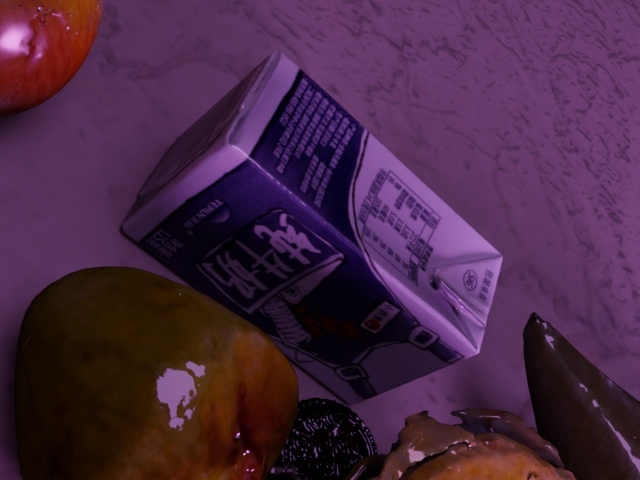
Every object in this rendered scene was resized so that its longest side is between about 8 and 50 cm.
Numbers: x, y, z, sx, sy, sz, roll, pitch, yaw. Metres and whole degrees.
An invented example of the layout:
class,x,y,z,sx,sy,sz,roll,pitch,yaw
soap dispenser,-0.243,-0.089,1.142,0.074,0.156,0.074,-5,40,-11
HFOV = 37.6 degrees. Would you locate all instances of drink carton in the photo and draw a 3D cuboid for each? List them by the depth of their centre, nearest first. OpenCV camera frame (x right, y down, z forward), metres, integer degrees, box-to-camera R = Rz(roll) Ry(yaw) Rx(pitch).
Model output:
class,x,y,z,sx,sy,sz,roll,pitch,yaw
drink carton,0.000,0.001,0.641,0.222,0.134,0.102,39,45,-19

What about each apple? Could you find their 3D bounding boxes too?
class,x,y,z,sx,sy,sz,roll,pitch,yaw
apple,-0.198,-0.148,0.554,0.146,0.146,0.146,20,55,-32

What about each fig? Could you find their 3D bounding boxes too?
class,x,y,z,sx,sy,sz,roll,pitch,yaw
fig,-0.096,0.086,0.518,0.154,0.144,0.166,-33,80,-10

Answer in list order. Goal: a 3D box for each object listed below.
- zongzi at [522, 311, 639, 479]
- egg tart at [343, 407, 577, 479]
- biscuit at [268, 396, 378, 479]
class,x,y,z,sx,sy,sz,roll,pitch,yaw
zongzi,0.229,0.297,0.653,0.393,0.174,0.356,43,50,-14
egg tart,0.061,0.239,0.564,0.297,0.132,0.297,1,88,-32
biscuit,0.003,0.149,0.638,0.089,0.027,0.087,-19,80,-46
